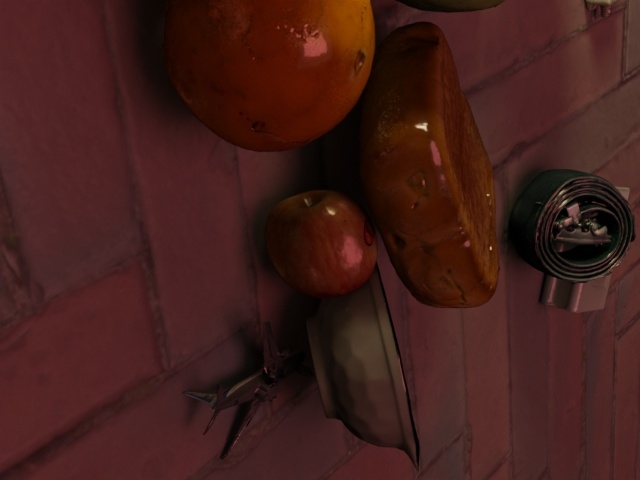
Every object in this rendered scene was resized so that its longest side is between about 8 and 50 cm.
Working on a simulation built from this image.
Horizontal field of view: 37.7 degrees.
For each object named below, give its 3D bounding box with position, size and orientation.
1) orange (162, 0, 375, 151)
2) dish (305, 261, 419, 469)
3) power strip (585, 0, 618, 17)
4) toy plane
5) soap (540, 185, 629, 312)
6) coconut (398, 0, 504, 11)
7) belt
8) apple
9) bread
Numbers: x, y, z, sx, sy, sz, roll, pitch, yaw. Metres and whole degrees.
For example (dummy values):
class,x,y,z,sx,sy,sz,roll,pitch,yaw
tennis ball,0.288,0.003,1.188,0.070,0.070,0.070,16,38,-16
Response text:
class,x,y,z,sx,sy,sz,roll,pitch,yaw
orange,-0.055,-0.218,1.025,0.240,0.240,0.240,-21,118,-46
dish,0.051,0.171,1.319,0.303,0.120,0.303,-12,90,-89
power strip,0.542,-0.582,1.757,0.098,0.058,0.338,-33,127,-40
toy plane,-0.082,0.191,1.265,0.226,0.058,0.226,-12,128,-48
soap,0.554,0.011,1.955,0.160,0.087,0.265,0,102,-51
coconut,0.170,-0.439,1.132,0.281,0.328,0.328,-51,137,-39
belt,0.485,-0.027,1.788,0.267,0.116,0.206,14,99,-29
apple,0.000,0.000,1.231,0.146,0.146,0.131,-42,126,-34
bread,0.137,-0.106,1.295,0.337,0.148,0.328,-85,154,-44
